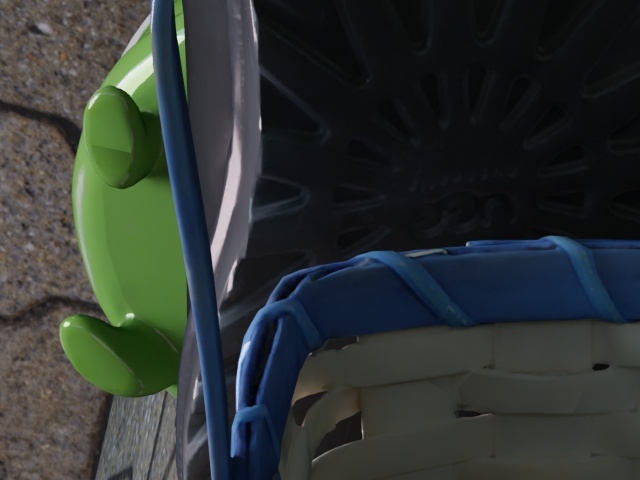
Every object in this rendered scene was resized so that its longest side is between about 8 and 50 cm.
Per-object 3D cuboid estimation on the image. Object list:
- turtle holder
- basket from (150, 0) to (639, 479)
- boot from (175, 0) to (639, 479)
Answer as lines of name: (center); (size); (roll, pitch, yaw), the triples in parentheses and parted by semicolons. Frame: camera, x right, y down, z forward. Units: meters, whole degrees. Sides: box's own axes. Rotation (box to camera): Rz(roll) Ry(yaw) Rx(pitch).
turtle holder: (0.015, -0.008, 1.009); (0.227, 0.243, 0.320); (-67, -41, -55)
basket: (0.100, 0.050, 0.396); (0.201, 0.255, 0.289); (-95, 4, -63)
boot: (-0.007, -0.104, 0.700); (0.445, 0.146, 0.367); (-116, 27, -61)
